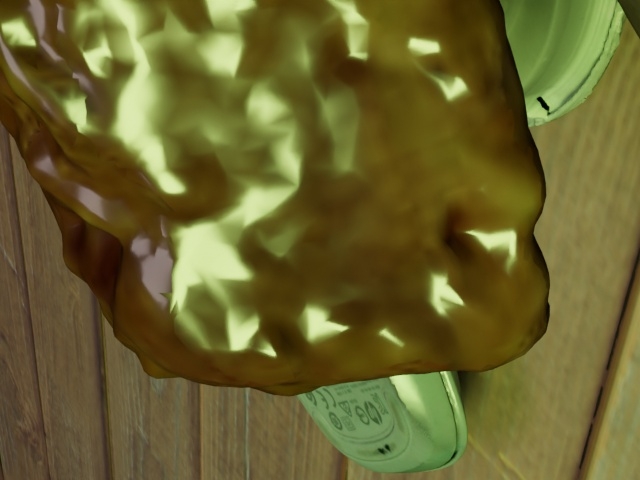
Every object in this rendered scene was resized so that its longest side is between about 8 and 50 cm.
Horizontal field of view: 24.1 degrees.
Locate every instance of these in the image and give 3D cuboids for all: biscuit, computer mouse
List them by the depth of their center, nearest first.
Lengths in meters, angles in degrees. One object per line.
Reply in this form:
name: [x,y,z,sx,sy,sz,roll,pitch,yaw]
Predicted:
biscuit: [-0.065,-0.163,0.523,0.342,0.166,0.395,-108,0,-68]
computer mouse: [0.004,-0.004,0.855,0.288,0.097,0.159,57,155,-1]

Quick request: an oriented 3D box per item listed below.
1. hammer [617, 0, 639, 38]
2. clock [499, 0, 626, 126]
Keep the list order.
hammer: [0.114,-0.043,0.384,0.168,0.044,0.440,30,166,47]
clock: [0.051,-0.159,0.681,0.236,0.053,0.236,45,147,41]
